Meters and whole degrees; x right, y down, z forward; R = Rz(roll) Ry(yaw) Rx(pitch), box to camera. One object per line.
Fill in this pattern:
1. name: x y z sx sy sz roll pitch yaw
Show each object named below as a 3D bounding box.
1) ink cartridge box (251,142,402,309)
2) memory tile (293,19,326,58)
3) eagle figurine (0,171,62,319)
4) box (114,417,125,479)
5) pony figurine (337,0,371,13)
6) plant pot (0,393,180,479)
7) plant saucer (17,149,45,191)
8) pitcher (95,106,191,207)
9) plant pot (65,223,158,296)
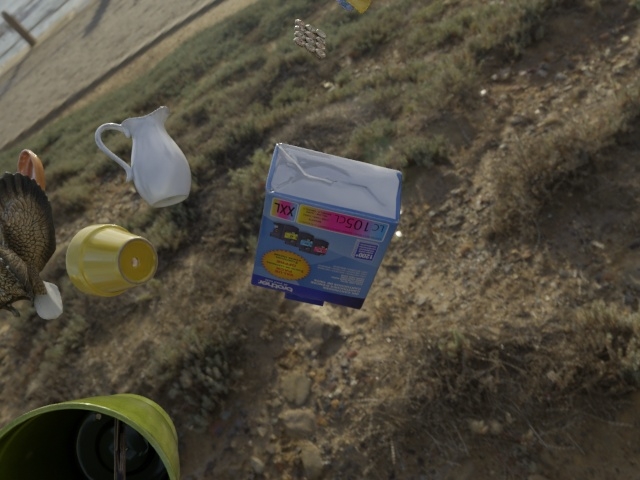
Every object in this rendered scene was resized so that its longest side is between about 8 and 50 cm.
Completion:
1. ink cartridge box: 0.000 0.000 1.419 0.270 0.395 0.151 13 53 -2
2. memory tile: -0.031 -0.625 2.009 0.012 0.113 0.148 -47 30 38
3. eagle figurine: -0.647 0.042 1.359 0.225 0.226 0.298 -23 -25 -52
4. box: -0.382 0.435 1.238 0.201 0.021 0.164 113 152 -51
5. pony figurine: -0.037 -0.610 1.302 0.302 0.363 0.351 -61 17 5
6. plant pot: -0.431 0.460 1.279 0.366 0.366 0.353 -42 2 -2
7. plant saucer: -0.928 -0.192 2.086 0.200 0.037 0.200 9 102 49
8. pitcher: -0.389 -0.176 1.440 0.178 0.207 0.125 -17 -6 -20
9. plant pot: -0.695 0.069 2.216 0.239 0.254 0.254 0 52 40
